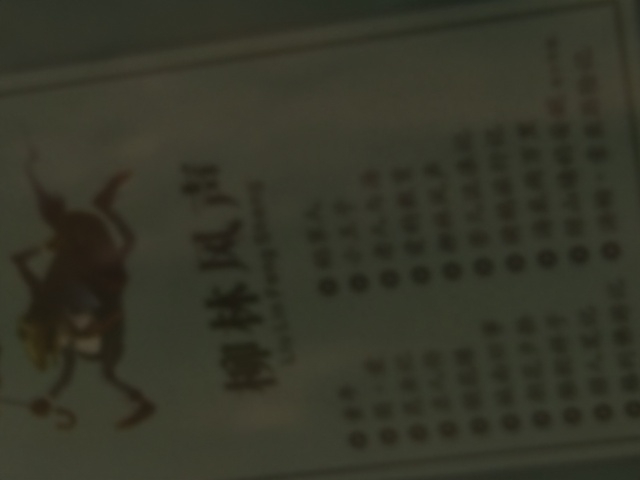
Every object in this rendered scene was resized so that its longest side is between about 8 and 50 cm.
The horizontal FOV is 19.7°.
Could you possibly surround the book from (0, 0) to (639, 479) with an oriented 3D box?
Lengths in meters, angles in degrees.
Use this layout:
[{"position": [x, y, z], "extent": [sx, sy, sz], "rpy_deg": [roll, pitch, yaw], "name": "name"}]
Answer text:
[{"position": [0.000, 0.000, 0.455], "extent": [0.379, 0.031, 0.264], "rpy_deg": [-6, -74, 11], "name": "book"}]
